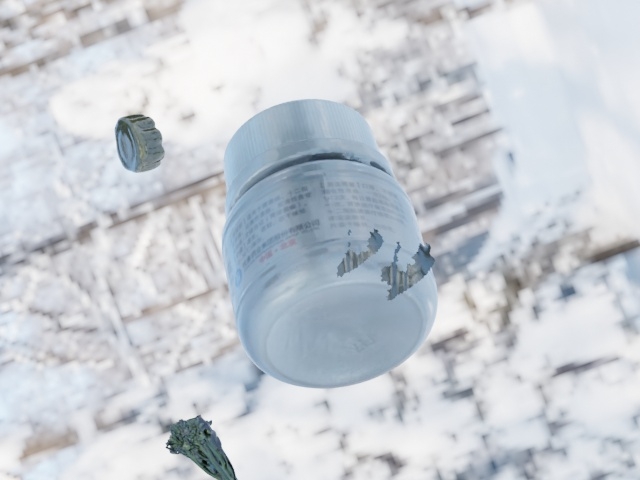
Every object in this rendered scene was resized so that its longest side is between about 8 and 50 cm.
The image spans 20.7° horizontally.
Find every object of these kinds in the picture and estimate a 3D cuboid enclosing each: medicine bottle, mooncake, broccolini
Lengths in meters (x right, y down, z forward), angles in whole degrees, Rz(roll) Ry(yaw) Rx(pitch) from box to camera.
[{"bbox_3d":[0.000,0.000,2.154,0.245,0.245,0.306,62,-169,-48],"label":"medicine bottle"},{"bbox_3d":[-0.058,-0.036,1.528,0.347,0.057,0.150,38,143,21],"label":"mooncake"},{"bbox_3d":[-0.060,0.247,1.606,0.218,0.044,0.042,48,-173,6],"label":"broccolini"}]
